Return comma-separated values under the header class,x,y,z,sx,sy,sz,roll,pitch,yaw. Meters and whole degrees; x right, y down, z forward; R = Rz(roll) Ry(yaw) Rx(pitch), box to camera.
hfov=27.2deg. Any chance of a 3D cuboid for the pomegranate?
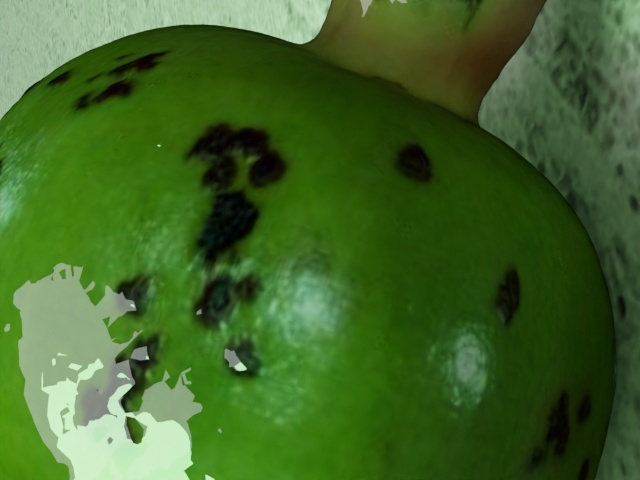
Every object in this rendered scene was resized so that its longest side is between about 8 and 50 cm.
class,x,y,z,sx,sy,sz,roll,pitch,yaw
pomegranate,-0.010,0.011,0.523,0.323,0.290,0.291,-66,32,26
